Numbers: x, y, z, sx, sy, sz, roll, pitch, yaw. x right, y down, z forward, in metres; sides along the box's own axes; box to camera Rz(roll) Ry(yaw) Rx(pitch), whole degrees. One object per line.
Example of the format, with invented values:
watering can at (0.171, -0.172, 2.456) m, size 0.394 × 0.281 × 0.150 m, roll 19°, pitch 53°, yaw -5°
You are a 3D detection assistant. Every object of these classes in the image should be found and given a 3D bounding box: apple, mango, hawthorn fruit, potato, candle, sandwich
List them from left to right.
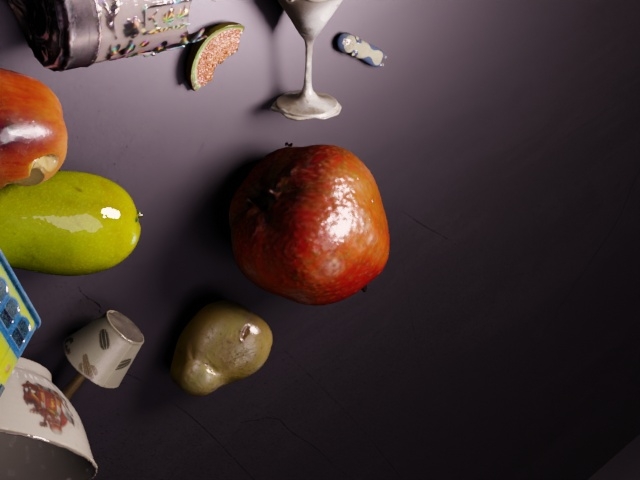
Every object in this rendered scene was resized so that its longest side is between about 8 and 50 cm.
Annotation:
apple at (-0.444, -0.154, 1.361) m, size 0.199 × 0.199 × 0.199 m, roll -18°, pitch 122°, yaw -31°
mango at (-0.419, -0.023, 1.478) m, size 0.293 × 0.143 × 0.175 m, roll -5°, pitch 128°, yaw -25°
candle at (-0.273, -0.355, 1.390) m, size 0.330 × 0.187 × 0.188 m, roll -20°, pitch 123°, yaw -33°
sandwich at (-0.179, -0.311, 1.589) m, size 0.135 × 0.029 × 0.067 m, roll -53°, pitch 139°, yaw -5°
potato at (-0.186, 0.203, 1.770) m, size 0.194 × 0.157 × 0.157 m, roll -47°, pitch 133°, yaw -7°
hawthorn fruit at (0.000, 0.000, 1.722) m, size 0.285 × 0.284 × 0.369 m, roll -47°, pitch 137°, yaw -9°

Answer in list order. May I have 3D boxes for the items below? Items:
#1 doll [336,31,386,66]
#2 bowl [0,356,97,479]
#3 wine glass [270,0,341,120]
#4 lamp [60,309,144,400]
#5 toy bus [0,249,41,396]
doll at (0.077, -0.348, 1.774) m, size 0.125 × 0.027 × 0.037 m, roll 14°, pitch 95°, yaw -42°
bowl at (-0.506, 0.272, 1.506) m, size 0.337 × 0.337 × 0.158 m, roll 34°, pitch 48°, yaw -43°
wine glass at (-0.020, -0.329, 1.636) m, size 0.156 × 0.156 × 0.232 m, roll -18°, pitch 127°, yaw -31°
lamp at (-0.397, 0.220, 1.635) m, size 0.215 × 0.121 × 0.121 m, roll -48°, pitch 134°, yaw 11°
toy bus at (-0.533, 0.064, 1.319) m, size 0.152 × 0.190 × 0.312 m, roll -9°, pitch 124°, yaw 16°
